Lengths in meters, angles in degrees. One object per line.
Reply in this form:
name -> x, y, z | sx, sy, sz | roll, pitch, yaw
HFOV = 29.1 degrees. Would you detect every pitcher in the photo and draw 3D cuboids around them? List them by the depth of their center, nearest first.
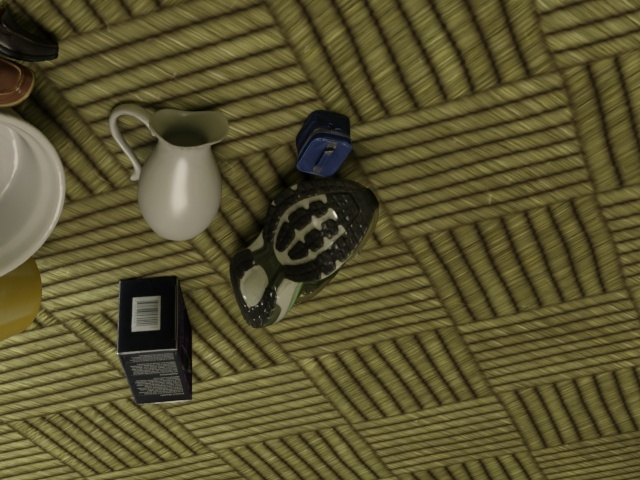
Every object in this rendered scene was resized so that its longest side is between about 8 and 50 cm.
pitcher -> -0.231, -0.107, 1.830 | 0.178, 0.125, 0.207 | 18, 136, 5

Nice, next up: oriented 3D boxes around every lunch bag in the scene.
lunch bag -> 0.006, -0.142, 1.828 | 0.067, 0.065, 0.098 | 9, 145, -19

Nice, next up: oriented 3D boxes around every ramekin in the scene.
ramekin -> -0.509, -0.083, 1.715 | 0.277, 0.135, 0.277 | -19, 130, -24

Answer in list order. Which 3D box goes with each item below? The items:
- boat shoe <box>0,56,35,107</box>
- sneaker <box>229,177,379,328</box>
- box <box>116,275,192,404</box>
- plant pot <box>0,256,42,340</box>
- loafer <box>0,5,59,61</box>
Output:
boat shoe -> -0.447, -0.217, 1.609 | 0.178, 0.064, 0.060 | 17, 172, 34
sneaker -> 0.000, 0.000, 2.006 | 0.182, 0.158, 0.410 | -20, 169, -35
box -> -0.295, 0.183, 2.221 | 0.108, 0.153, 0.207 | -4, 148, 0
plant pot -> -0.583, 0.082, 1.948 | 0.254, 0.254, 0.239 | -26, 171, 31
loafer -> -0.412, -0.273, 1.597 | 0.170, 0.062, 0.061 | 8, 106, -42
